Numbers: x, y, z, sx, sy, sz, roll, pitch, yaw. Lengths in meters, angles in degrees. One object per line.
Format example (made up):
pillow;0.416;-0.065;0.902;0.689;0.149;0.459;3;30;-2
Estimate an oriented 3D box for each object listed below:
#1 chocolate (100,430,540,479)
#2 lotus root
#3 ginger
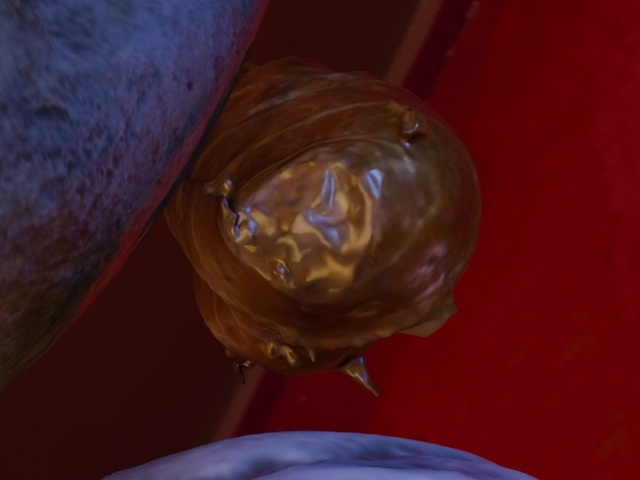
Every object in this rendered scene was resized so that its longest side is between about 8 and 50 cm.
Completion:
chocolate;0.041;0.201;0.641;0.213;0.303;0.303;-25;92;28
lotus root;-0.093;-0.073;0.485;0.158;0.322;0.140;37;147;1
ginger;0.000;0.000;1.077;0.254;0.176;0.418;61;168;-15
